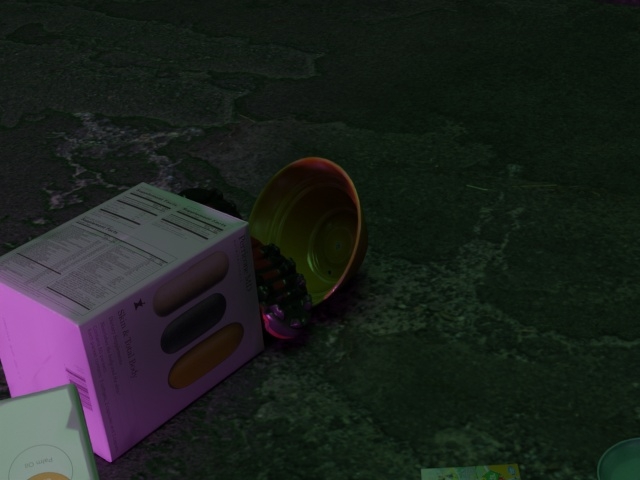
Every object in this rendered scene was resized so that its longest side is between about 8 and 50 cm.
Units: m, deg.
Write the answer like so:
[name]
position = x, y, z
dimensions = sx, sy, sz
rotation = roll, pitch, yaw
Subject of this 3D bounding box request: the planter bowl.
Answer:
[planter bowl]
position = 0.000, 0.000, 1.442
dimensions = 0.090, 0.217, 0.217
rotation = 17, 8, -46

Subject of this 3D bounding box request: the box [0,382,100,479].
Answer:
[box]
position = -0.251, 0.316, 0.789
dimensions = 0.215, 0.168, 0.345
rotation = -12, 55, -16

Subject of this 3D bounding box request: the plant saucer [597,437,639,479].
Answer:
[plant saucer]
position = 0.347, 0.252, 1.072
dimensions = 0.119, 0.021, 0.119
rotation = -5, 31, 3

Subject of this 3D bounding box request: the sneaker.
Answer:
[sneaker]
position = -0.116, 0.052, 1.410
dimensions = 0.097, 0.135, 0.276
rotation = -14, 48, -44

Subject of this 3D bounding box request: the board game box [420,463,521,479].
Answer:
[board game box]
position = 0.157, 0.289, 1.035
dimensions = 0.103, 0.026, 0.154
rotation = -4, 31, 3

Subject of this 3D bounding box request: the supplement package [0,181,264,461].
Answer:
[supplement package]
position = -0.235, 0.088, 1.267
dimensions = 0.198, 0.199, 0.262
rotation = 20, 39, 36
